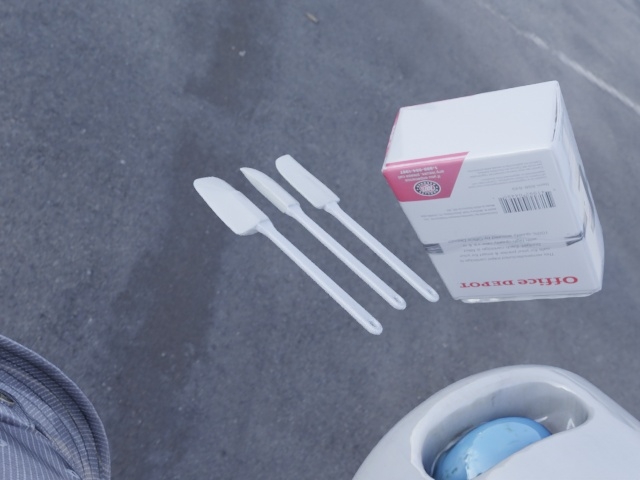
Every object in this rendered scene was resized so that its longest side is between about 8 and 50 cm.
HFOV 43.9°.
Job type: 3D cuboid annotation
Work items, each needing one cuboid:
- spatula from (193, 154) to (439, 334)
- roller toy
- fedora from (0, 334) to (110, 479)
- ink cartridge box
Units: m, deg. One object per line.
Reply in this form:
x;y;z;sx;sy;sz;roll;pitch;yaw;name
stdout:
0.000;0.000;0.807;0.242;0.019;0.168;43;30;18;spatula
0.110;0.171;0.416;0.209;0.191;0.146;27;11;-35;roller toy
-0.166;0.170;0.358;0.244;0.124;0.275;-58;139;-27;fedora
0.176;-0.036;0.773;0.218;0.158;0.092;57;39;-42;ink cartridge box
